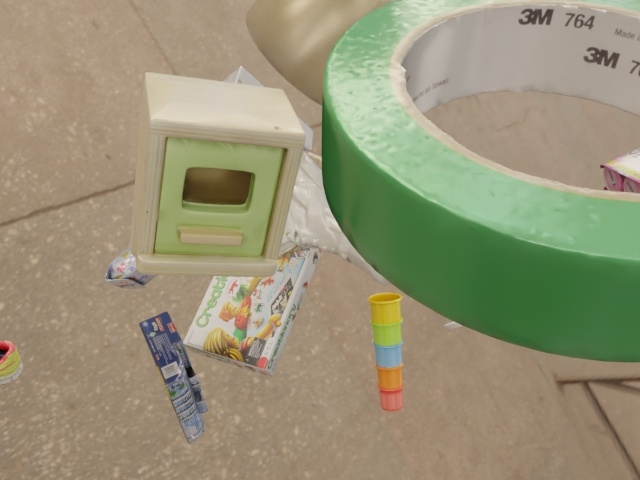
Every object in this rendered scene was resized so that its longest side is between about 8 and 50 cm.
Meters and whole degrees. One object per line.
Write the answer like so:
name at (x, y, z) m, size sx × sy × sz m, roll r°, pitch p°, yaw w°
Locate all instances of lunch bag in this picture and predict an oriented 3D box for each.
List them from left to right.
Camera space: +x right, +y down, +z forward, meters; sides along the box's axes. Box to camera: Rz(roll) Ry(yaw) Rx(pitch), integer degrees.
lunch bag at (-0.320, 0.052, 1.144) m, size 0.053 × 0.083 × 0.071 m, roll 53°, pitch -2°, yaw 21°

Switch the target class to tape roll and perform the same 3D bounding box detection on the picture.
tape roll at (0.160, -0.072, 0.431) m, size 0.321 × 0.077 × 0.321 m, roll 1°, pitch 43°, yaw -1°

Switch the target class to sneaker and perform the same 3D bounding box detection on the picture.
sneaker at (-0.614, 0.203, 1.119) m, size 0.208 × 0.094 × 0.082 m, roll -7°, pitch 58°, yaw -32°
sneaker at (0.000, 0.000, 1.171) m, size 0.292 × 0.169 × 0.108 m, roll 51°, pitch 5°, yaw 21°

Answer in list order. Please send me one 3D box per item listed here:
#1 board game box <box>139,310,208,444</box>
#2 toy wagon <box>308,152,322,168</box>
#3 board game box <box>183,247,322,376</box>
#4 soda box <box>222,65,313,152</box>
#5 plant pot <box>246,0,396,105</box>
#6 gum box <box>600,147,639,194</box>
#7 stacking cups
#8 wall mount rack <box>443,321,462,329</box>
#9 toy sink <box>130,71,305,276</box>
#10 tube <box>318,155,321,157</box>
board game box at (-0.252, 0.261, 1.204) m, size 0.194 × 0.060 × 0.194 m, roll 46°, pitch -27°, yaw 52°
toy wagon at (-0.081, -0.167, 1.642) m, size 0.267 × 0.068 × 0.344 m, roll 23°, pitch 25°, yaw 4°
board game box at (-0.135, 0.109, 1.382) m, size 0.053 × 0.192 × 0.305 m, roll 63°, pitch 44°, yaw -58°
soda box at (-0.114, -0.256, 1.383) m, size 0.216 × 0.069 × 0.074 m, roll 39°, pitch 36°, yaw -28°
plant pot at (0.039, -0.384, 1.165) m, size 0.284 × 0.191 × 0.284 m, roll 30°, pitch 33°, yaw -22°
gum box at (0.547, -0.095, 1.070) m, size 0.188 × 0.107 × 0.062 m, roll -113°, pitch -178°, yaw -67°
stacking cups at (0.192, 0.305, 1.805) m, size 0.096 × 0.096 × 0.317 m, roll -21°, pitch 107°, yaw -54°
wall mount rack at (0.463, 0.115, 1.620) m, size 0.304 × 0.349 × 0.131 m, roll 88°, pitch -12°, yaw -76°
toy sink at (-0.121, -0.041, 0.722) m, size 0.152 × 0.234 × 0.131 m, roll 4°, pitch 34°, yaw -20°
tube at (-0.004, -0.162, 1.948) m, size 0.062 × 0.070 × 0.240 m, roll 47°, pitch 21°, yaw -30°
